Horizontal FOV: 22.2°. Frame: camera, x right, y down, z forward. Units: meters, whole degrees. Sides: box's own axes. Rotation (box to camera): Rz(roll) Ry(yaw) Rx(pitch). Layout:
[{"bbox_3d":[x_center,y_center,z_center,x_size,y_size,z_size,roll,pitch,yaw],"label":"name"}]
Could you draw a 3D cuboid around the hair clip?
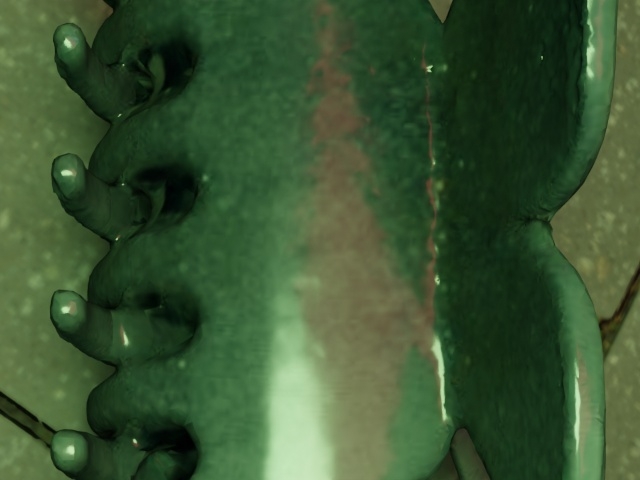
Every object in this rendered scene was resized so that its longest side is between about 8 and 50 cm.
[{"bbox_3d":[0.000,0.000,0.775,0.238,0.392,0.318,-1,79,-1],"label":"hair clip"}]
